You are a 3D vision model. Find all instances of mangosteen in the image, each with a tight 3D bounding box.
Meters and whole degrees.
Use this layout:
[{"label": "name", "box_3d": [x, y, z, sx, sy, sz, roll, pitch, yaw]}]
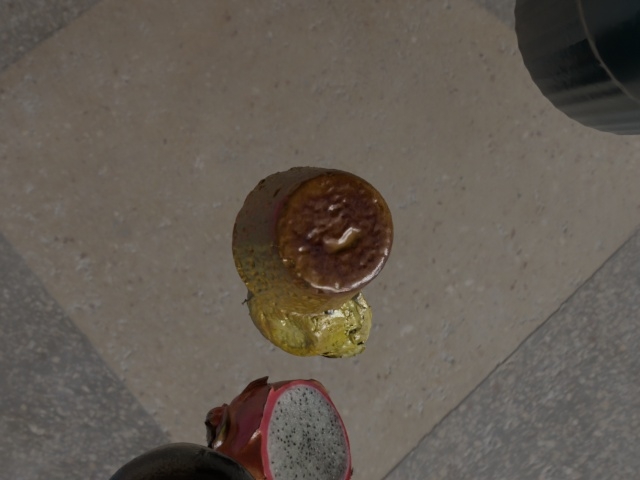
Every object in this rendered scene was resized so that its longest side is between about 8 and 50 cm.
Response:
[{"label": "mangosteen", "box_3d": [-0.171, 0.358, 0.944, 0.243, 0.243, 0.242, -1, 67, 3]}]

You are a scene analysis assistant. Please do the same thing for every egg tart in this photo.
[{"label": "egg tart", "box_3d": [0.000, 0.000, 0.978, 0.203, 0.147, 0.202, 1, 88, -18]}, {"label": "egg tart", "box_3d": [-0.042, 0.123, 1.438, 0.295, 0.294, 0.116, 27, 49, 14]}]

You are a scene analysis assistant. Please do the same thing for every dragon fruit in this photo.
[{"label": "dragon fruit", "box_3d": [-0.107, 0.427, 1.585, 0.226, 0.305, 0.305, -22, 62, 33]}]

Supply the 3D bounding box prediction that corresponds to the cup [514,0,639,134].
[{"label": "cup", "box_3d": [0.286, -0.225, 0.592, 0.242, 0.292, 0.307, -26, 95, -2]}]
